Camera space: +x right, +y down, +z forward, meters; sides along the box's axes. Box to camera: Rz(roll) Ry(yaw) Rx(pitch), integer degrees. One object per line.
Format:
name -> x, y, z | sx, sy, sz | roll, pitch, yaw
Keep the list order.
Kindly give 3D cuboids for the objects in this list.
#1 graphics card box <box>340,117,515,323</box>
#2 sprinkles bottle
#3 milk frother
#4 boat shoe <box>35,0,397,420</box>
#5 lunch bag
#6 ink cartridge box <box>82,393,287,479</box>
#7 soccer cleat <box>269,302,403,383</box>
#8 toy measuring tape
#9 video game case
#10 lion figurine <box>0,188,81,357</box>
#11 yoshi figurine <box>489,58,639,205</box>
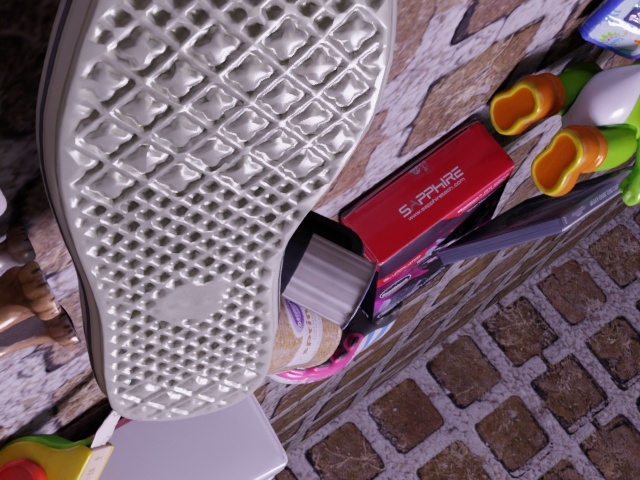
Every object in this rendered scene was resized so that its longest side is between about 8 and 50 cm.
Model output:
graphics card box -> 0.142, -0.014, 1.536 | 0.233, 0.094, 0.371 | -36, 167, -10
sprinkles bottle -> -0.079, 0.112, 1.327 | 0.121, 0.121, 0.355 | -41, 166, 12
milk frother -> 0.000, 0.000, 1.134 | 0.129, 0.135, 0.143 | -66, -175, -31
boat shoe -> -0.081, -0.060, 0.662 | 0.187, 0.156, 0.500 | -5, 146, -15
lunch bag -> 0.413, -0.299, 1.324 | 0.151, 0.096, 0.129 | -9, 154, -34
ink cartridge box -> -0.204, 0.326, 1.519 | 0.279, 0.160, 0.384 | -29, 169, -10
soccer cleat -> 0.007, 0.171, 1.736 | 0.331, 0.116, 0.143 | -24, 160, -45
toy measuring tape -> -0.306, 0.232, 1.253 | 0.330, 0.121, 0.121 | -62, 164, 3
video game case -> 0.315, -0.038, 1.501 | 0.196, 0.026, 0.274 | -18, -176, 41
lion figurine -> -0.281, 0.061, 0.634 | 0.240, 0.142, 0.392 | -27, 168, -12
yoshi figurine -> 0.398, -0.165, 1.453 | 0.362, 0.203, 0.203 | -19, 117, -32
